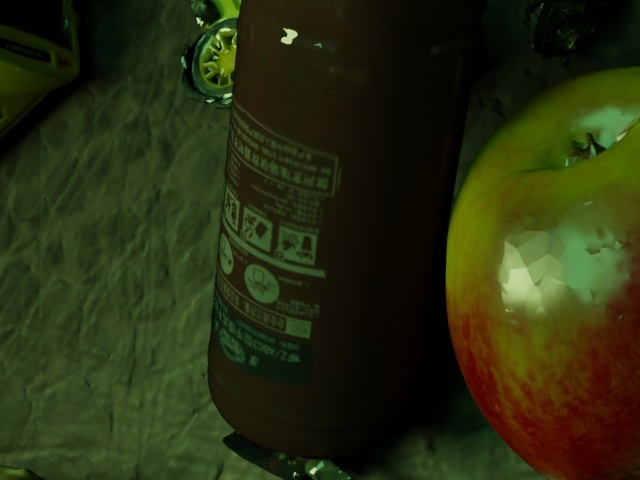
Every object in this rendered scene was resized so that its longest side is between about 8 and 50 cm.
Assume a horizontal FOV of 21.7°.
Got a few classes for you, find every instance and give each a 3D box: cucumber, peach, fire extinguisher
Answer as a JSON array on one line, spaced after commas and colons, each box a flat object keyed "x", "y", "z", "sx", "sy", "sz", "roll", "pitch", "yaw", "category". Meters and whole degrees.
[{"x": 0.131, "y": -0.187, "z": 0.892, "sx": 0.053, "sy": 0.053, "sz": 0.181, "roll": -10, "pitch": 71, "yaw": 33, "category": "cucumber"}, {"x": 0.150, "y": 0.021, "z": 0.787, "sx": 0.190, "sy": 0.192, "sz": 0.190, "roll": -13, "pitch": 38, "yaw": 10, "category": "peach"}, {"x": 0.000, "y": 0.000, "z": 0.842, "sx": 0.135, "sy": 0.114, "sz": 0.337, "roll": 42, "pitch": 135, "yaw": 44, "category": "fire extinguisher"}]

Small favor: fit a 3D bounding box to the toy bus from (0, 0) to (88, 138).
[{"x": -0.270, "y": -0.121, "z": 1.099, "sx": 0.331, "sy": 0.145, "sz": 0.151, "roll": -38, "pitch": 61, "yaw": 25, "category": "toy bus"}]

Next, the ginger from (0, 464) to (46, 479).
[{"x": -0.287, "y": 0.233, "z": 1.019, "sx": 0.375, "sy": 0.176, "sz": 0.256, "roll": -18, "pitch": 87, "yaw": 29, "category": "ginger"}]

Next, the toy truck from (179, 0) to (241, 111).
[{"x": -0.014, "y": -0.185, "z": 0.946, "sx": 0.157, "sy": 0.124, "sz": 0.272, "roll": -36, "pitch": 60, "yaw": 21, "category": "toy truck"}]
